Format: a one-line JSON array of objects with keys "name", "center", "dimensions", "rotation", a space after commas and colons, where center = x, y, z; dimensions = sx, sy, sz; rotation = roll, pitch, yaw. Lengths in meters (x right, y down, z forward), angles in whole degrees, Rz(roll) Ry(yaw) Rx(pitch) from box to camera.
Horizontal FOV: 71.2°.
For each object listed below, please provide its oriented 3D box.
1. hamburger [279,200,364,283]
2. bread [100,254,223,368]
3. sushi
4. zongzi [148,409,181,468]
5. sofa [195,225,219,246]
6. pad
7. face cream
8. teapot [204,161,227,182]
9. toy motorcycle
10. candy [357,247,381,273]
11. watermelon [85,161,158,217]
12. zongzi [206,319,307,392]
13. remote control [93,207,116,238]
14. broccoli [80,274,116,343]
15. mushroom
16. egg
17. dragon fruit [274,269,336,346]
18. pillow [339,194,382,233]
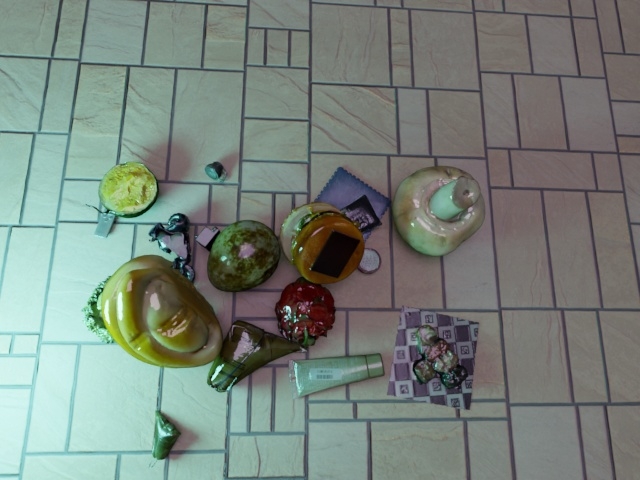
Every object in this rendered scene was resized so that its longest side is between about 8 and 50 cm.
[{"name": "hamburger", "center": [0.000, 0.000, 1.587], "dimensions": [0.290, 0.291, 0.225], "rotation": [-26, 36, -10]}, {"name": "bread", "center": [-0.496, 0.239, 1.476], "dimensions": [0.424, 0.245, 0.329], "rotation": [52, 49, -26]}, {"name": "sushi", "center": [0.435, 0.436, 1.655], "dimensions": [0.319, 0.069, 0.340], "rotation": [13, 76, -2]}, {"name": "zongzi", "center": [-0.564, 0.684, 1.535], "dimensions": [0.130, 0.062, 0.154], "rotation": [32, 92, 24]}, {"name": "sofa", "center": [-0.414, -0.015, 1.648], "dimensions": [0.060, 0.147, 0.085], "rotation": [38, 80, 0]}, {"name": "pad", "center": [0.112, -0.127, 1.788], "dimensions": [0.268, 0.012, 0.270], "rotation": [33, 76, 3]}, {"name": "face cream", "center": [0.057, 0.475, 1.616], "dimensions": [0.340, 0.084, 0.138], "rotation": [-10, 76, 1]}, {"name": "teapot", "center": [-0.406, -0.272, 1.758], "dimensions": [0.088, 0.066, 0.057], "rotation": [44, 58, -16]}, {"name": "toy motorcycle", "center": [-0.550, 0.036, 1.649], "dimensions": [0.158, 0.106, 0.271], "rotation": [-4, 89, -2]}, {"name": "candy", "center": [0.184, 0.079, 1.730], "dimensions": [0.103, 0.043, 0.103], "rotation": [1, 74, -5]}, {"name": "watermelon", "center": [-0.710, -0.172, 1.669], "dimensions": [0.204, 0.127, 0.232], "rotation": [24, 73, 0]}, {"name": "zongzi", "center": [-0.225, 0.442, 1.581], "dimensions": [0.289, 0.123, 0.260], "rotation": [25, 83, -8]}, {"name": "remote control", "center": [-0.802, -0.095, 1.698], "dimensions": [0.049, 0.027, 0.184], "rotation": [15, 72, -3]}, {"name": "broccoli", "center": [-0.714, 0.231, 1.554], "dimensions": [0.197, 0.176, 0.227], "rotation": [10, 91, -3]}, {"name": "mushroom", "center": [0.460, -0.106, 1.681], "dimensions": [0.352, 0.353, 0.326], "rotation": [-1, 108, -5]}, {"name": "egg", "center": [-0.277, 0.063, 1.599], "dimensions": [0.238, 0.238, 0.289], "rotation": [41, 95, 5]}, {"name": "dragon fruit", "center": [-0.061, 0.232, 1.611], "dimensions": [0.233, 0.234, 0.293], "rotation": [-10, 47, -7]}, {"name": "pillow", "center": [0.120, -0.075, 1.741], "dimensions": [0.208, 0.055, 0.141], "rotation": [-28, 83, -7]}]
